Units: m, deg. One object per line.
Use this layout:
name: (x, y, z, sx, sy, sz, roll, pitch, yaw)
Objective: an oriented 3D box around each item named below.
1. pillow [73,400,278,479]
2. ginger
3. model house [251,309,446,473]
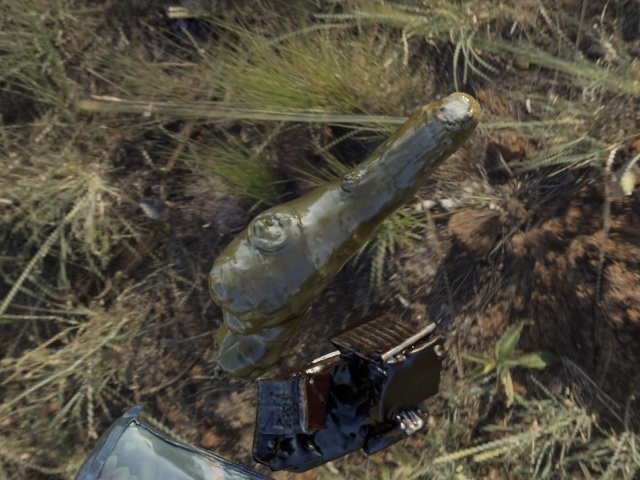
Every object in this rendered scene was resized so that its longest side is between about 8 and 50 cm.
pillow: (-0.129, 0.281, 0.887, 0.254, 0.059, 0.169, 23, 62, 11)
ginger: (0.000, 0.000, 0.723, 0.333, 0.148, 0.081, -44, 52, 16)
model house: (0.030, 0.163, 0.898, 0.203, 0.164, 0.141, -25, 89, -23)
